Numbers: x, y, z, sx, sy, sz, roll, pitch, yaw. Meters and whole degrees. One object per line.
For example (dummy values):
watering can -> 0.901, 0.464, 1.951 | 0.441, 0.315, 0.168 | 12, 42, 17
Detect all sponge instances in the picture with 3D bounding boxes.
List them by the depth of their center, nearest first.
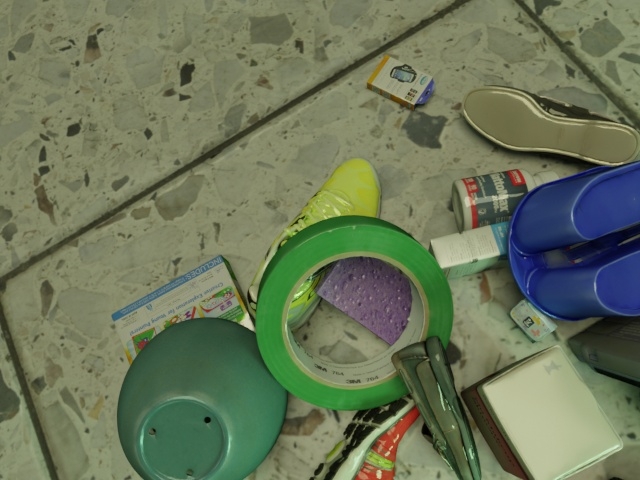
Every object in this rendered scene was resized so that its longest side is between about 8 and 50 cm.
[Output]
sponge -> 0.106, 0.104, 0.925 | 0.210, 0.031, 0.117 | 36, 81, -10

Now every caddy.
caddy -> 0.478, -0.002, 0.856 | 0.341, 0.179, 0.242 | -16, 88, -17

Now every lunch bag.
lunch bag -> 0.370, 0.137, 0.893 | 0.053, 0.083, 0.071 | -36, 71, -5

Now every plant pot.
plant pot -> -0.200, 0.285, 0.822 | 0.290, 0.195, 0.291 | 0, 91, -2

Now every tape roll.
tape roll -> 0.054, 0.121, 0.846 | 0.321, 0.077, 0.322 | -1, 105, -5

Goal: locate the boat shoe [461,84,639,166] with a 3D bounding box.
boat shoe -> 0.445, -0.223, 1.009 | 0.335, 0.095, 0.112 | 22, 112, 18

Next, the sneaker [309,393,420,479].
sneaker -> 0.090, 0.370, 0.864 | 0.118, 0.107, 0.279 | 45, 77, -8

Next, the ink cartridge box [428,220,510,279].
ink cartridge box -> 0.256, 0.027, 0.935 | 0.180, 0.104, 0.060 | -13, 71, 4

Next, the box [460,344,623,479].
box -> 0.317, 0.265, 0.779 | 0.126, 0.232, 0.149 | -27, 70, -2

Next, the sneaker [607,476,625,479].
sneaker -> 0.437, 0.470, 0.780 | 0.106, 0.078, 0.234 | 30, 75, 19

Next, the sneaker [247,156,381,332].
sneaker -> 0.000, 0.000, 0.961 | 0.145, 0.147, 0.385 | 26, 76, 17

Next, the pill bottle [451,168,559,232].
pill bottle -> 0.346, -0.076, 0.955 | 0.180, 0.108, 0.108 | -10, 71, 5

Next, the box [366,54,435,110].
box -> 0.179, -0.340, 1.110 | 0.136, 0.028, 0.081 | 32, 79, 14

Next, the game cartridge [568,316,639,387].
game cartridge -> 0.535, 0.135, 0.729 | 0.230, 0.355, 0.068 | -33, 86, -1

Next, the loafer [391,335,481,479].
loafer -> 0.191, 0.280, 0.833 | 0.084, 0.096, 0.268 | -16, 104, 14

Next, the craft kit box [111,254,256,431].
craft kit box -> -0.243, 0.193, 0.983 | 0.249, 0.061, 0.247 | -28, 68, -1
